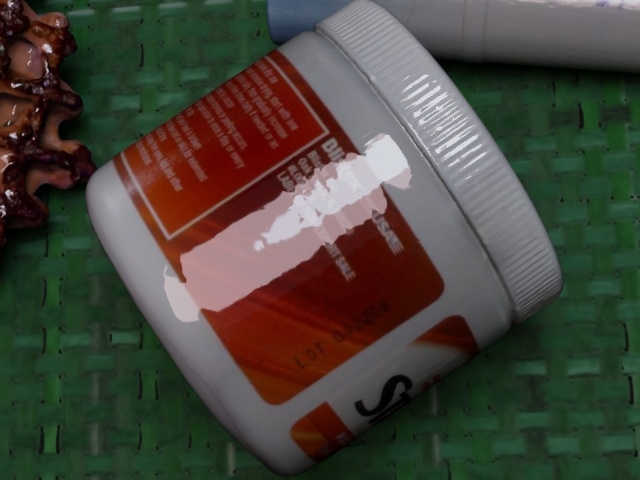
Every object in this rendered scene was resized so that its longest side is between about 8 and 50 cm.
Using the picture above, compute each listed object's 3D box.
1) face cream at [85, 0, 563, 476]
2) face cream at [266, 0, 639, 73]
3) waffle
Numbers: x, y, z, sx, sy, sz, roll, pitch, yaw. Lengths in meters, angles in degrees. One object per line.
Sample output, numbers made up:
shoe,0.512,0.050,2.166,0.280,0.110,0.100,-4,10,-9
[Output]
face cream,0.000,0.000,0.707,0.187,0.201,0.201,-34,75,-2
face cream,0.096,-0.147,0.793,0.250,0.077,0.077,5,77,8
waffle,-0.243,-0.074,0.753,0.234,0.055,0.221,-35,116,-25
